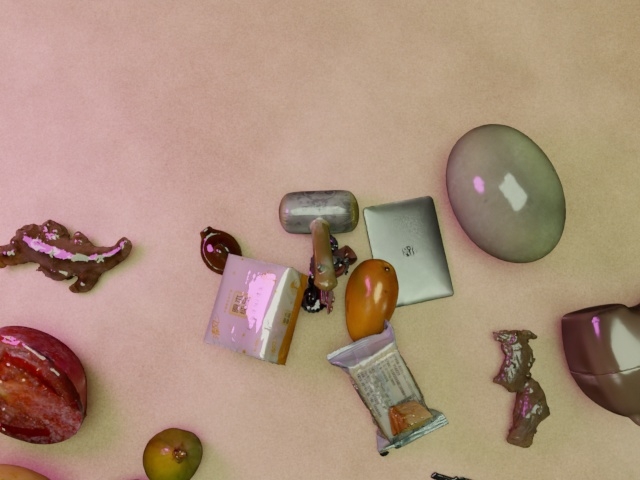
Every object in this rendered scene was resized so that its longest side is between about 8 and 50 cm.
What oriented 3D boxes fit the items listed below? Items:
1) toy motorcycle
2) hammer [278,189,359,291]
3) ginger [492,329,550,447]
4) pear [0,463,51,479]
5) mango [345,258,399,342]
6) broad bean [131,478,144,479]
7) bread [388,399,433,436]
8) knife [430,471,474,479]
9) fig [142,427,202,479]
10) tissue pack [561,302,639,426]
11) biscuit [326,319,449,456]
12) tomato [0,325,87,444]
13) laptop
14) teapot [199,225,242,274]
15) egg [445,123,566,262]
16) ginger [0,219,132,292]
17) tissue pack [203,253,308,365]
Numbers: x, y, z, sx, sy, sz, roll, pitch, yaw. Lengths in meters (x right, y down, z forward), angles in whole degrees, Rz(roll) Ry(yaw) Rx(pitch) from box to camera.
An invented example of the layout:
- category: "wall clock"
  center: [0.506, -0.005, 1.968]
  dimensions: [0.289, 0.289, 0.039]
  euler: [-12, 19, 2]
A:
- category: "toy motorcycle"
  center: [0.023, 0.084, 1.595]
  dimensions: [0.118, 0.084, 0.212]
  euler: [12, 67, 4]
- category: "hammer"
  center: [0.000, 0.000, 1.541]
  dimensions: [0.202, 0.113, 0.305]
  euler: [-4, 46, 1]
- category: "ginger"
  center: [0.489, 0.362, 1.568]
  dimensions: [0.122, 0.084, 0.290]
  euler: [-4, 83, -8]
- category: "pear"
  center: [-0.724, 0.648, 1.408]
  dimensions: [0.309, 0.309, 0.309]
  euler: [0, 82, -1]
- category: "mango"
  center: [0.121, 0.153, 1.572]
  dimensions: [0.112, 0.145, 0.219]
  euler: [7, 99, -34]
- category: "broad bean"
  center: [-0.457, 0.645, 1.496]
  dimensions: [0.228, 0.122, 0.156]
  euler: [-13, 57, -9]
- category: "bread"
  center: [0.214, 0.421, 1.464]
  dimensions: [0.084, 0.109, 0.080]
  euler: [-15, 101, -14]
- category: "knife"
  center: [0.354, 0.593, 1.571]
  dimensions: [0.170, 0.010, 0.023]
  euler: [14, 88, -1]
- category: "fig"
  center: [-0.348, 0.513, 1.519]
  dimensions: [0.153, 0.121, 0.136]
  euler: [-36, 74, 17]
- category: "tissue pack"
  center: [0.787, 0.256, 1.495]
  dimensions: [0.387, 0.267, 0.277]
  euler: [-14, 85, -4]
- category: "biscuit"
  center: [0.159, 0.362, 1.533]
  dimensions: [0.186, 0.079, 0.309]
  euler: [-30, 107, -1]
- category: "tomato"
  center: [-0.668, 0.318, 1.517]
  dimensions: [0.309, 0.170, 0.309]
  euler: [2, 118, 4]
- category: "laptop"
  center: [0.225, 0.029, 1.646]
  dimensions: [0.187, 0.015, 0.269]
  euler: [-11, 82, -3]
- category: "teapot"
  center: [-0.254, 0.025, 1.607]
  dimensions: [0.098, 0.078, 0.129]
  euler: [-32, 84, -5]
- category: "egg"
  center: [0.445, -0.112, 1.550]
  dimensions: [0.258, 0.258, 0.352]
  euler: [-20, 85, -4]
- category: "ginger"
  center: [-0.646, 0.039, 1.603]
  dimensions: [0.333, 0.080, 0.166]
  euler: [12, 97, -6]
- category: "tissue pack"
  center: [-0.152, 0.164, 1.539]
  dimensions: [0.185, 0.124, 0.225]
  euler: [11, 81, 30]
